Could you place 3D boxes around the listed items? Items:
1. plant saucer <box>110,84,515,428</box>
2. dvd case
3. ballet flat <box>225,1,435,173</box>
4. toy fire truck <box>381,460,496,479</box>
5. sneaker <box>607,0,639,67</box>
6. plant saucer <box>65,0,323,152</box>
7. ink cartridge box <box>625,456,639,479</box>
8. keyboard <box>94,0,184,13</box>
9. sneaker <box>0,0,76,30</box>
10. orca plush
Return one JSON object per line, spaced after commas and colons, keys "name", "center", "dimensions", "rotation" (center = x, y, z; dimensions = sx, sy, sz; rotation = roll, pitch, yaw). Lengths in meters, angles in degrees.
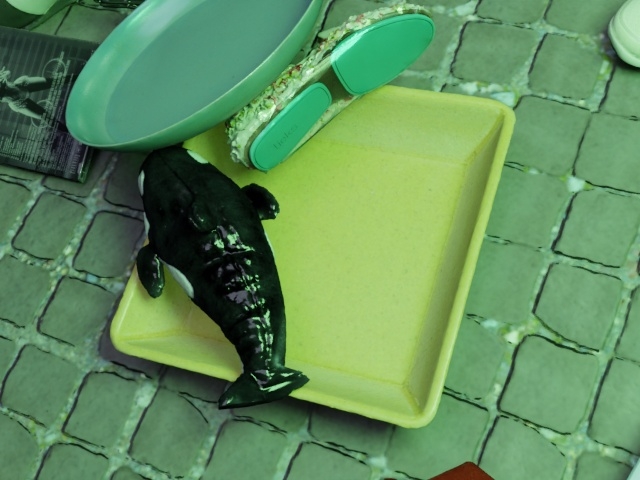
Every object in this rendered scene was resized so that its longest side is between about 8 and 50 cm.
{"name": "plant saucer", "center": [0.000, 0.000, 0.964], "dimensions": [0.333, 0.081, 0.332], "rotation": [11, 70, 20]}
{"name": "dvd case", "center": [-0.352, -0.168, 1.149], "dimensions": [0.221, 0.018, 0.164], "rotation": [13, 85, 21]}
{"name": "ballet flat", "center": [0.000, -0.164, 0.948], "dimensions": [0.241, 0.091, 0.077], "rotation": [-37, 48, -6]}
{"name": "toy fire truck", "center": [0.038, 0.296, 0.720], "dimensions": [0.169, 0.254, 0.302], "rotation": [35, 79, 26]}
{"name": "sneaker", "center": [0.422, -0.268, 0.950], "dimensions": [0.292, 0.118, 0.110], "rotation": [-25, 64, 5]}
{"name": "plant saucer", "center": [-0.124, -0.199, 0.996], "dimensions": [0.318, 0.043, 0.317], "rotation": [-22, 40, 20]}
{"name": "ink cartridge box", "center": [0.312, 0.269, 0.765], "dimensions": [0.186, 0.065, 0.311], "rotation": [29, 76, 24]}
{"name": "keyboard", "center": [-0.184, -0.349, 1.118], "dimensions": [0.317, 0.033, 0.201], "rotation": [7, 99, -9]}
{"name": "sneaker", "center": [-0.343, -0.361, 1.187], "dimensions": [0.331, 0.146, 0.122], "rotation": [-21, 64, 7]}
{"name": "orca plush", "center": [-0.112, 0.015, 0.885], "dimensions": [0.151, 0.102, 0.287], "rotation": [-16, 63, 8]}
